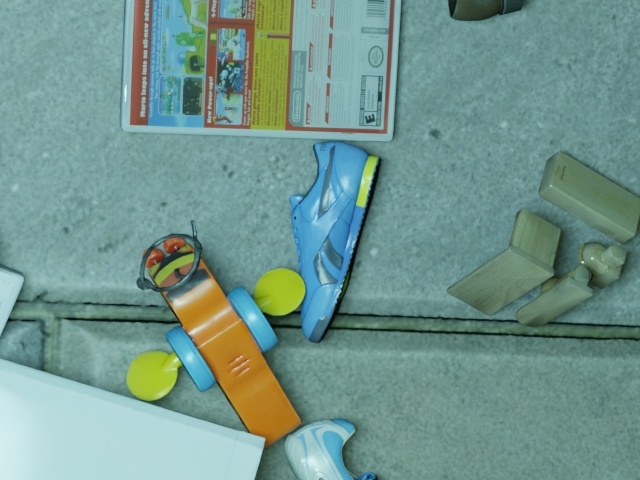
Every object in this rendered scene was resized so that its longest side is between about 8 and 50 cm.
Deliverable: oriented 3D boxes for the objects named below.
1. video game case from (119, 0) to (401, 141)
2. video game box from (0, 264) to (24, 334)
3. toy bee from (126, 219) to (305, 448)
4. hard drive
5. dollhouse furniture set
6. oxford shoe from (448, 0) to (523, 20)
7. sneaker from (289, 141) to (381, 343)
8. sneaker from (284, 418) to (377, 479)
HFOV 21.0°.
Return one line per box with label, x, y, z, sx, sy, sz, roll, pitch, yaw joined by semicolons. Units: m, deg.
video game case;-0.059;-0.208;1.761;0.285;0.025;0.204;1;98;-14
video game box;-0.420;0.093;1.706;0.187;0.048;0.205;23;92;-18
toy bee;-0.109;0.065;1.741;0.195;0.162;0.298;-15;126;-19
hard drive;-0.229;0.248;1.691;0.307;0.040;0.203;18;79;-9
dollhouse furniture set;0.244;0.007;1.865;0.144;0.123;0.151;29;56;-16
oxford shoe;0.136;-0.333;1.762;0.096;0.083;0.227;-16;100;-6
sneaker;0.000;0.000;1.791;0.082;0.069;0.209;15;97;4
sneaker;0.032;0.301;1.826;0.086;0.085;0.237;-18;103;-6
